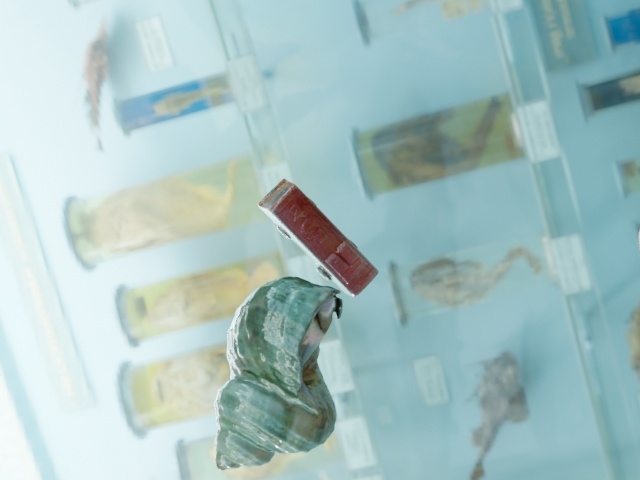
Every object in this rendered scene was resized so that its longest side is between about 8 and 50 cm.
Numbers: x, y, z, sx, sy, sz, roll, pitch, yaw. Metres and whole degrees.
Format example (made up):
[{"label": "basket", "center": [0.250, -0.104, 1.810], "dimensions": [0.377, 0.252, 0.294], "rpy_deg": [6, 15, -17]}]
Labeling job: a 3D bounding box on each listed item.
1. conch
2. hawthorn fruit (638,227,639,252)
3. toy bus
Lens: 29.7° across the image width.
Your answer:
[{"label": "conch", "center": [-0.052, 0.179, 1.560], "dimensions": [0.195, 0.277, 0.220], "rpy_deg": [35, 180, -6]}, {"label": "hawthorn fruit", "center": [0.615, -0.005, 2.056], "dimensions": [0.194, 0.157, 0.157], "rpy_deg": [-111, 2, -70]}, {"label": "toy bus", "center": [0.000, 0.000, 1.675], "dimensions": [0.192, 0.065, 0.077], "rpy_deg": [45, 176, -18]}]
